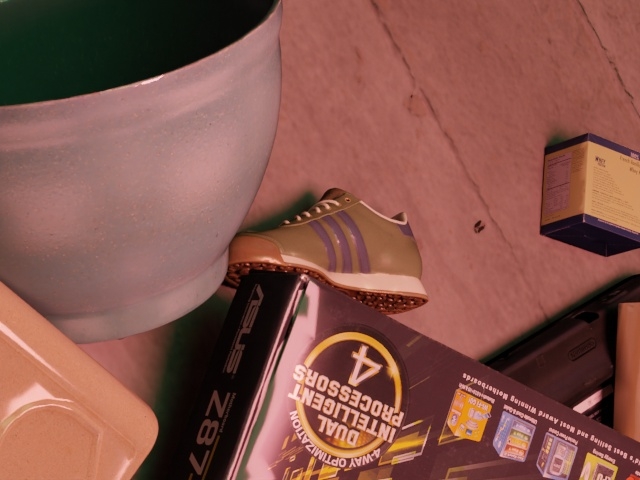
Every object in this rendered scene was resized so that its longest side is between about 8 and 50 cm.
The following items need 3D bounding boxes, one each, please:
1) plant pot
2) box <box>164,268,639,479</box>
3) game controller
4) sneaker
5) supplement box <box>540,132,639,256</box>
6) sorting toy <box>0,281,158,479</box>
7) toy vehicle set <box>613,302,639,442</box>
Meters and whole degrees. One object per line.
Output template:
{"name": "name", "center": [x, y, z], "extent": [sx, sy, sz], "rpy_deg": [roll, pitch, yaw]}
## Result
{"name": "plant pot", "center": [-0.159, -0.055, 1.257], "extent": [0.293, 0.293, 0.196], "rpy_deg": [-30, 124, -39]}
{"name": "box", "center": [0.062, 0.240, 1.410], "extent": [0.395, 0.097, 0.318], "rpy_deg": [28, 77, -29]}
{"name": "game controller", "center": [0.224, 0.149, 1.627], "extent": [0.319, 0.067, 0.167], "rpy_deg": [-26, 109, -39]}
{"name": "sneaker", "center": [0.000, 0.000, 1.484], "extent": [0.192, 0.064, 0.086], "rpy_deg": [12, 64, -35]}
{"name": "supplement box", "center": [0.243, -0.039, 1.681], "extent": [0.083, 0.056, 0.083], "rpy_deg": [17, 69, -34]}
{"name": "sorting toy", "center": [-0.200, 0.169, 1.178], "extent": [0.307, 0.041, 0.229], "rpy_deg": [44, 68, -30]}
{"name": "toy vehicle set", "center": [0.355, 0.153, 1.665], "extent": [0.266, 0.035, 0.166], "rpy_deg": [12, 78, -40]}
